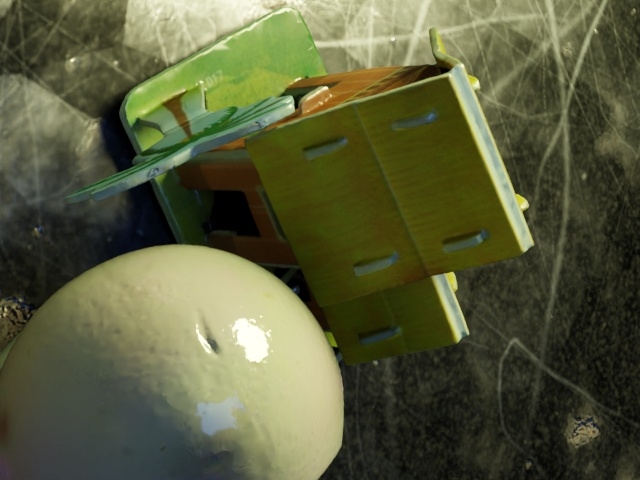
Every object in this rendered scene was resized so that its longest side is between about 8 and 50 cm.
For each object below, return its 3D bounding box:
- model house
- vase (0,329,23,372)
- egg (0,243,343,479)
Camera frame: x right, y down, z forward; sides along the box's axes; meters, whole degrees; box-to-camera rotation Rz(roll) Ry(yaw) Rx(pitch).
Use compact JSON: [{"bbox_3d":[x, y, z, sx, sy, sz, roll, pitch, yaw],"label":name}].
[{"bbox_3d":[0.000,0.000,1.223,0.340,0.323,0.300,-34,109,-30],"label":"model house"},{"bbox_3d":[-0.220,0.144,1.199,0.248,0.128,0.128,-40,113,-18],"label":"vase"},{"bbox_3d":[-0.103,0.129,1.083,0.271,0.162,0.206,-39,121,-6],"label":"egg"}]
